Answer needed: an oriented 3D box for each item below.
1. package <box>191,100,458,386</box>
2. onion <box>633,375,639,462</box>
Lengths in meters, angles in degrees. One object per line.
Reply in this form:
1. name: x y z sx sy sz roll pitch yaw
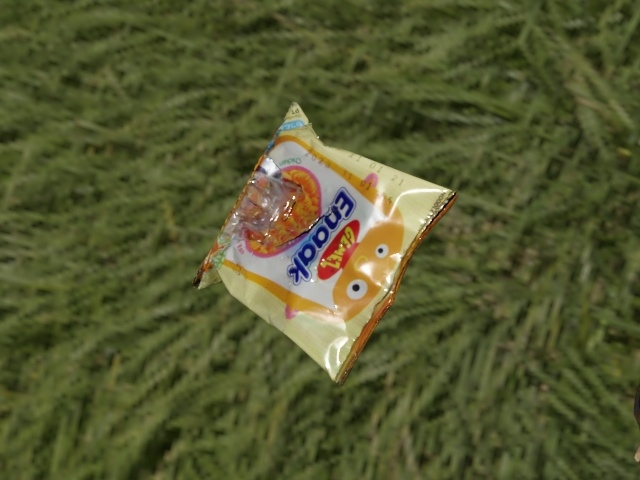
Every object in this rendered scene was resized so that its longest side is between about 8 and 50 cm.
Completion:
1. package: -0.002 -0.001 0.854 0.121 0.031 0.108 31 92 36
2. onion: 0.348 0.035 0.888 0.354 0.354 0.353 -21 62 44
